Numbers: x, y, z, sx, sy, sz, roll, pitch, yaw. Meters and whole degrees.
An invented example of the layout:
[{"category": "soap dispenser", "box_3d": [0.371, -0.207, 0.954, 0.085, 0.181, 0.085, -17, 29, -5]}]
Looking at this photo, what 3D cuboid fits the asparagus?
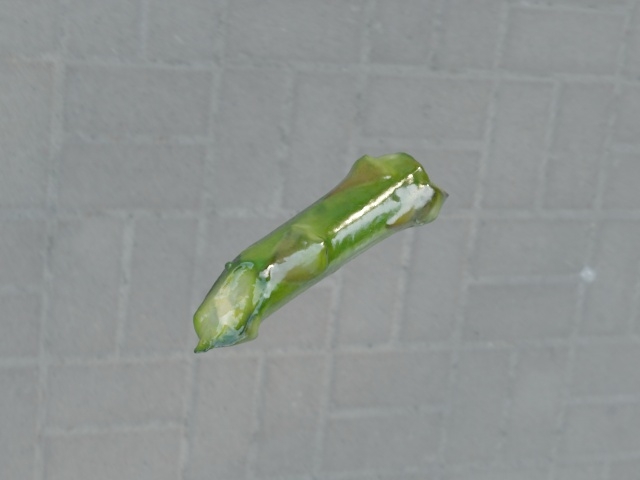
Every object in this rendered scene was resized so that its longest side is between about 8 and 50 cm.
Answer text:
[{"category": "asparagus", "box_3d": [0.001, 0.001, 1.286, 0.343, 0.082, 0.085, -31, 142, -38]}]
